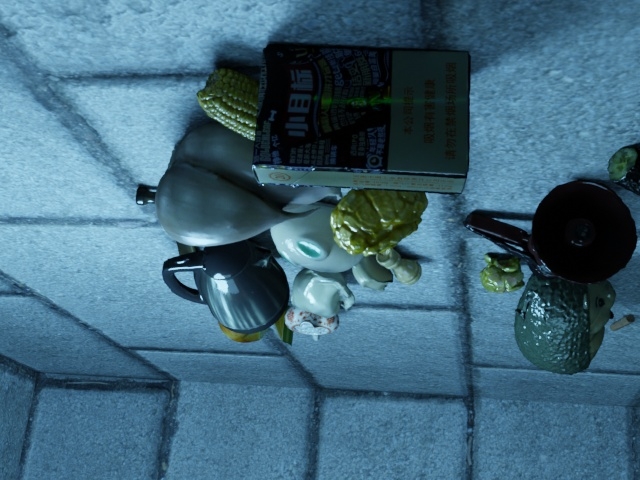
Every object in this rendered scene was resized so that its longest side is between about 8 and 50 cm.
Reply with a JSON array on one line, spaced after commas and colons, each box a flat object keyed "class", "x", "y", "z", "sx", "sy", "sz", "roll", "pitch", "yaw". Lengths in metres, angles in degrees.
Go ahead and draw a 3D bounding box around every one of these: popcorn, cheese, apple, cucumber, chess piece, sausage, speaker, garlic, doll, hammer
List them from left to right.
[{"class": "hammer", "x": -0.324, "y": -0.020, "z": 2.066, "sx": 0.168, "sy": 0.044, "sz": 0.440, "roll": 8, "pitch": 160, "yaw": -2}, {"class": "apple", "x": -0.206, "y": 0.193, "z": 2.427, "sx": 0.160, "sy": 0.173, "sz": 0.195, "roll": 0, "pitch": 156, "yaw": 9}, {"class": "garlic", "x": -0.129, "y": -0.078, "z": 1.584, "sx": 0.339, "sy": 0.232, "sz": 0.246, "roll": 12, "pitch": 157, "yaw": -2}, {"class": "cheese", "x": 0.104, "y": 0.070, "z": 2.123, "sx": 0.171, "sy": 0.092, "sz": 0.047, "roll": 22, "pitch": 127, "yaw": -35}, {"class": "popcorn", "x": 0.121, "y": -0.051, "z": 1.685, "sx": 0.194, "sy": 0.140, "sz": 0.163, "roll": -23, "pitch": 162, "yaw": -23}, {"class": "chess piece", "x": 0.185, "y": 0.058, "z": 2.117, "sx": 0.066, "sy": 0.066, "sz": 0.122, "roll": -11, "pitch": 150, "yaw": 39}, {"class": "popcorn", "x": 0.426, "y": 0.080, "z": 2.067, "sx": 0.096, "sy": 0.109, "sz": 0.089, "roll": -19, "pitch": 131, "yaw": -27}, {"class": "speaker", "x": 0.443, "y": 0.015, "z": 1.773, "sx": 0.259, "sy": 0.198, "sz": 0.329, "roll": -6, "pitch": 169, "yaw": -6}, {"class": "doll", "x": 0.584, "y": 0.176, "z": 2.119, "sx": 0.247, "sy": 0.247, "sz": 0.349, "roll": -1, "pitch": 149, "yaw": 17}, {"class": "sausage", "x": 0.844, "y": 0.232, "z": 2.471, "sx": 0.026, "sy": 0.026, "sz": 0.116, "roll": 7, "pitch": 160, "yaw": -5}, {"class": "cucumber", "x": 0.625, "y": -0.093, "z": 1.567, "sx": 0.300, "sy": 0.072, "sz": 0.072, "roll": 18, "pitch": 157, "yaw": -31}]

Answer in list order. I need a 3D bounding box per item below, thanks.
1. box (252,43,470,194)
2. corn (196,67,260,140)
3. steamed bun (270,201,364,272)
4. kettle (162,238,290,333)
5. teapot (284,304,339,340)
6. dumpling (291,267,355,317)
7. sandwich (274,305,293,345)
[{"class": "box", "x": 0.063, "y": -0.178, "z": 1.299, "sx": 0.310, "sy": 0.198, "sz": 0.084, "roll": 3, "pitch": 162, "yaw": 4}, {"class": "corn", "x": -0.071, "y": -0.195, "z": 1.439, "sx": 0.293, "sy": 0.106, "sz": 0.106, "roll": 22, "pitch": 154, "yaw": -29}, {"class": "steamed bun", "x": 0.000, "y": 0.000, "z": 1.904, "sx": 0.228, "sy": 0.131, "sz": 0.177, "roll": 16, "pitch": 159, "yaw": -32}, {"class": "kettle", "x": -0.216, "y": 0.072, "z": 2.101, "sx": 0.250, "sy": 0.207, "sz": 0.271, "roll": 23, "pitch": 159, "yaw": 21}, {"class": "teapot", "x": -0.023, "y": 0.234, "z": 2.586, "sx": 0.159, "sy": 0.116, "sz": 0.245, "roll": -12, "pitch": 154, "yaw": 10}, {"class": "dumpling", "x": 0.008, "y": 0.133, "z": 2.263, "sx": 0.162, "sy": 0.132, "sz": 0.250, "roll": 14, "pitch": 159, "yaw": -12}, {"class": "sandwich", "x": -0.126, "y": 0.258, "z": 2.664, "sx": 0.074, "sy": 0.117, "sz": 0.074, "roll": -5, "pitch": 157, "yaw": 25}]
